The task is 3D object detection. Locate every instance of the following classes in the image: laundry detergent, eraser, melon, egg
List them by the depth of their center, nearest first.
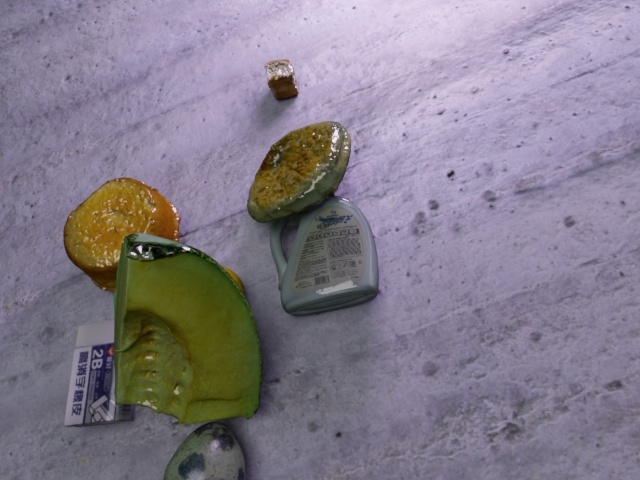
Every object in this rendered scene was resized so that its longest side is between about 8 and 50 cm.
[{"bbox_3d":[-0.201,0.413,0.803,0.142,0.141,0.181,-1,63,14],"label":"egg"},{"bbox_3d":[-0.258,0.149,0.809,0.332,0.226,0.343,21,110,21],"label":"melon"},{"bbox_3d":[0.000,0.000,0.944,0.215,0.105,0.280,-15,65,10],"label":"laundry detergent"},{"bbox_3d":[-0.458,0.277,0.969,0.125,0.068,0.209,-11,65,13],"label":"eraser"}]

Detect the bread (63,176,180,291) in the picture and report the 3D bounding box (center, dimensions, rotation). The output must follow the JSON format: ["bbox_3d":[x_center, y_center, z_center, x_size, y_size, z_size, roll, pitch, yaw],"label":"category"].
[{"bbox_3d":[-0.448,-0.016,1.050,0.269,0.145,0.268,-4,69,10],"label":"bread"}]

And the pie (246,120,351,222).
[{"bbox_3d":[-0.048,-0.143,0.980,0.277,0.078,0.276,-27,41,26],"label":"pie"}]

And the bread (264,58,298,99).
[{"bbox_3d":[-0.097,-0.408,1.157,0.070,0.083,0.076,-14,65,5],"label":"bread"}]

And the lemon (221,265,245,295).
[{"bbox_3d":[-0.217,0.106,0.956,0.133,0.109,0.109,30,78,33],"label":"lemon"}]
